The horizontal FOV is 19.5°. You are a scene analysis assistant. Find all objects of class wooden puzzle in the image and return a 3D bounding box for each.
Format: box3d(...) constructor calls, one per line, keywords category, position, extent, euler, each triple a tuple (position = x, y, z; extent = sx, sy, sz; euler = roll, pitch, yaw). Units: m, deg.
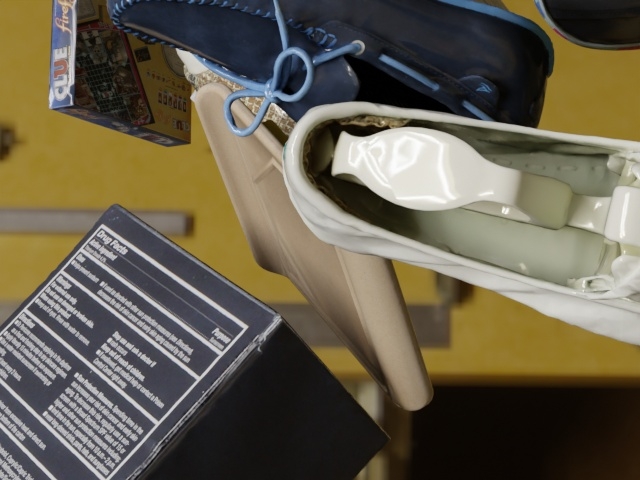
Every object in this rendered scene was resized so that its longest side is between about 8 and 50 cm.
box3d(category="wooden puzzle", position=(0.000, 0.000, 1.478), extent=(0.239, 0.044, 0.221), euler=(42, 159, 44))

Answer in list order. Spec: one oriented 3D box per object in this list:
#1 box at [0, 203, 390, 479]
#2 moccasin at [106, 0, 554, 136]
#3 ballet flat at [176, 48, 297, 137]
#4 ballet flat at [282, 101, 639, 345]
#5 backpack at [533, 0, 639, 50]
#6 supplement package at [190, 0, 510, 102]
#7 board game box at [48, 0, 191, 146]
box3d(category="box", position=(-0.154, 0.167, 1.513), extent=(0.183, 0.294, 0.296), euler=(48, 170, -36))
box3d(category="moccasin", position=(0.012, -0.133, 1.354), extent=(0.138, 0.342, 0.116), euler=(137, 141, -72))
box3d(category="ballet flat", position=(-0.074, -0.249, 1.709), extent=(0.164, 0.182, 0.482), euler=(-40, 28, 29))
box3d(category="ballet flat", position=(0.158, -0.014, 1.170), extent=(0.139, 0.400, 0.139), euler=(12, -90, -75))
box3d(category="backpack", position=(0.269, -0.270, 1.475), extent=(0.191, 0.254, 0.225), euler=(-118, 20, -53))
box3d(category="supplement package", position=(0.037, -0.199, 1.997), extent=(0.198, 0.199, 0.262), euler=(47, -128, -28))
box3d(category="board game box", position=(-0.247, -0.221, 2.341), extent=(0.243, 0.042, 0.165), euler=(17, -109, -57))
